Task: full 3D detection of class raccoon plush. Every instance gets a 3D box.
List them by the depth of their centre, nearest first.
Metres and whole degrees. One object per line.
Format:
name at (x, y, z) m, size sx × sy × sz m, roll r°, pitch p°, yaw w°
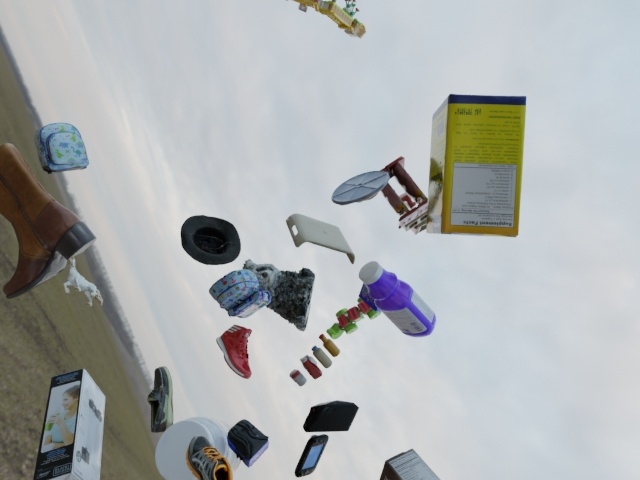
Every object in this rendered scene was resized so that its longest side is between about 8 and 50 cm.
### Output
raccoon plush at (-0.195, 0.263, 1.719) m, size 0.216 × 0.300 × 0.446 m, roll -76°, pitch 176°, yaw -47°

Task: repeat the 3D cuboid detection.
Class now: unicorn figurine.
unicorn figurine at (-0.705, 0.123, 1.207) m, size 0.111 × 0.060 × 0.161 m, roll -126°, pitch -164°, yaw -49°

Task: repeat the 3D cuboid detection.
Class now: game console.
game console at (0.006, 0.807, 1.672) m, size 0.044 × 0.213 × 0.361 m, roll 39°, pitch -70°, yaw 56°

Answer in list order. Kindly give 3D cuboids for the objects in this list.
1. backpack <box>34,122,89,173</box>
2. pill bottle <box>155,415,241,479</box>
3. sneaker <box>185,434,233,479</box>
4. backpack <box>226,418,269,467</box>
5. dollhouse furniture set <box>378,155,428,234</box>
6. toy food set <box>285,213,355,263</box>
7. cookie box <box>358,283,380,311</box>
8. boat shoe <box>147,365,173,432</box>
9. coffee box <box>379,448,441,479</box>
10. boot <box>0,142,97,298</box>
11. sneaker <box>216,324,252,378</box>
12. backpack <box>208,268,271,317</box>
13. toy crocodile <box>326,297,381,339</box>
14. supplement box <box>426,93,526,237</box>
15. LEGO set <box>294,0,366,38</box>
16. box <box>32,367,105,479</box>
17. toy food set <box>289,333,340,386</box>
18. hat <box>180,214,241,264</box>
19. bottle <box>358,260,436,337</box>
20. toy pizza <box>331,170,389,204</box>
backpack at (-0.642, -0.233, 1.025) m, size 0.084 × 0.105 × 0.114 m, roll -7°, pitch -80°, yaw 41°
pill bottle at (-0.398, 0.707, 1.381) m, size 0.210 × 0.210 × 0.362 m, roll 53°, pitch -13°, yaw 25°
sneaker at (-0.269, 0.572, 1.037) m, size 0.215 × 0.084 × 0.083 m, roll 39°, pitch -76°, yaw 44°
backpack at (-0.237, 0.640, 1.298) m, size 0.120 × 0.098 × 0.101 m, roll 32°, pitch -49°, yaw 26°
dollhouse furniture set at (0.311, -0.138, 1.585) m, size 0.201 × 0.152 × 0.374 m, roll 56°, pitch 1°, yaw 18°
toy food set at (0.000, 0.000, 1.891) m, size 0.092 × 0.306 × 0.219 m, roll -59°, pitch -148°, yaw 25°
cookie box at (0.194, 0.190, 1.476) m, size 0.107 × 0.040 × 0.091 m, roll 40°, pitch -61°, yaw 49°
boat shoe at (-0.553, 0.541, 1.410) m, size 0.080 × 0.074 × 0.223 m, roll -39°, pitch -124°, yaw 35°
coffee box at (0.246, 0.633, 0.943) m, size 0.247 × 0.098 × 0.141 m, roll 36°, pitch -57°, yaw 49°
boot at (-0.701, -0.033, 0.932) m, size 0.280 × 0.264 × 0.096 m, roll 50°, pitch 16°, yaw -11°
sneaker at (-0.297, 0.400, 1.539) m, size 0.221 × 0.128 × 0.087 m, roll 43°, pitch 0°, yaw 33°
backpack at (-0.258, 0.167, 1.307) m, size 0.116 × 0.158 × 0.173 m, roll 60°, pitch 6°, yaw 23°
toy crocodile at (0.171, 0.340, 1.922) m, size 0.115 × 0.341 × 0.105 m, roll 60°, pitch 15°, yaw 26°
supplement box at (0.411, -0.190, 1.118) m, size 0.195 × 0.194 × 0.355 m, roll -30°, pitch 123°, yaw -87°
LEGO set at (0.013, -0.613, 1.018) m, size 0.132 × 0.287 × 0.107 m, roll -130°, pitch -123°, yaw -65°
box at (-0.653, 0.513, 1.090) m, size 0.289 × 0.087 × 0.169 m, roll -116°, pitch -162°, yaw -45°
toy food set at (-0.046, 0.472, 1.603) m, size 0.104 × 0.232 × 0.111 m, roll 51°, pitch 17°, yaw -13°
hat at (-0.560, 0.027, 2.075) m, size 0.331 × 0.332 × 0.133 m, roll 54°, pitch -44°, yaw 25°
bottle at (0.215, 0.168, 1.167) m, size 0.118 × 0.092 × 0.283 m, roll -13°, pitch -49°, yaw 46°
toy pizza at (0.131, -0.165, 1.338) m, size 0.201 × 0.201 × 0.032 m, roll 19°, pitch -39°, yaw 56°
